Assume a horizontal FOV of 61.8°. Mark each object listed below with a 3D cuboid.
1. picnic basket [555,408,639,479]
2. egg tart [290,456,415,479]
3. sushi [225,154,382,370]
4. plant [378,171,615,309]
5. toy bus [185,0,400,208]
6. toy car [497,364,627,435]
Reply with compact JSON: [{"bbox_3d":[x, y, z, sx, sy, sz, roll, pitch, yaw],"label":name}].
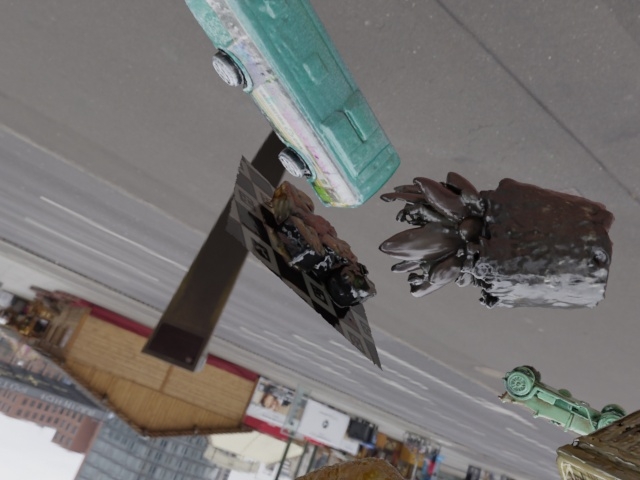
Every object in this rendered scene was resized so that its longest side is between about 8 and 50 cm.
[{"bbox_3d":[0.271,0.221,0.242,0.175,0.312,0.228,-22,175,-6],"label":"picnic basket"},{"bbox_3d":[0.021,0.387,0.662,0.352,0.152,0.339,-12,179,-1],"label":"egg tart"},{"bbox_3d":[0.000,0.000,0.854,0.320,0.069,0.339,45,-166,-21],"label":"sushi"},{"bbox_3d":[0.245,0.002,0.789,0.321,0.181,0.194,5,156,17],"label":"plant"},{"bbox_3d":[-0.019,-0.145,0.527,0.261,0.091,0.109,52,162,-29],"label":"toy bus"},{"bbox_3d":[0.290,0.198,0.639,0.143,0.054,0.073,24,-177,29],"label":"toy car"}]
